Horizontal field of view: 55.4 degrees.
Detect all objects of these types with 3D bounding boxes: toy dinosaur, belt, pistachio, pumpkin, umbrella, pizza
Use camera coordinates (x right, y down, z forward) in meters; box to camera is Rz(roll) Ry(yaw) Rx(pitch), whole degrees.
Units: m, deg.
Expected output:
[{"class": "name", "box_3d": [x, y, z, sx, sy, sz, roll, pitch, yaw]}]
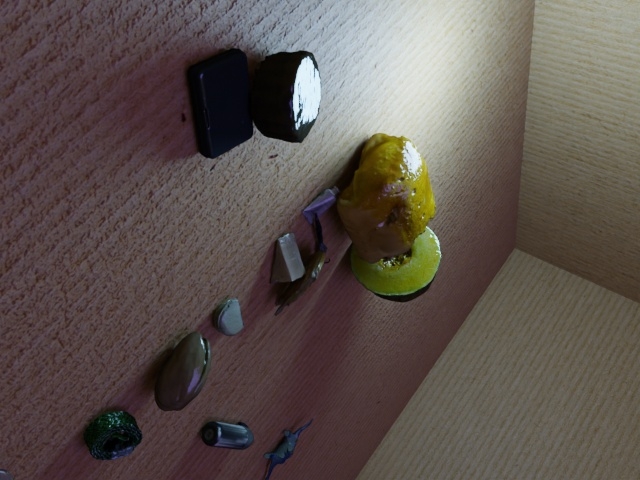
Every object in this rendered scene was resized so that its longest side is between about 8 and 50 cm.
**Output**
[{"class": "toy dinosaur", "box_3d": [-0.146, 0.854, 2.483, 0.329, 0.076, 0.144, -53, 156, -11]}, {"class": "belt", "box_3d": [-0.541, 0.504, 1.592, 0.121, 0.079, 0.151, -54, 139, 6]}, {"class": "pistachio", "box_3d": [-0.374, 0.360, 1.669, 0.226, 0.135, 0.136, -65, 151, -15]}, {"class": "pumpkin", "box_3d": [0.292, 0.087, 2.289, 0.332, 0.332, 0.199, -54, 152, -13]}, {"class": "umbrella", "box_3d": [-0.005, 0.002, 2.043, 0.044, 0.044, 0.269, -17, 140, -1]}, {"class": "pizza", "box_3d": [-0.064, 0.140, 1.976, 0.262, 0.034, 0.181, -53, -167, -5]}]

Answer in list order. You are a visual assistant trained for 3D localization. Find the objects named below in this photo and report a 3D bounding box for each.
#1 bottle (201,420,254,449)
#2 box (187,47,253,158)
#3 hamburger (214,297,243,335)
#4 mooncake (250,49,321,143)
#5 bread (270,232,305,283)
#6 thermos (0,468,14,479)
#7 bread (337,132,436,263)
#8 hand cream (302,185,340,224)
[{"class": "bottle", "box_3d": [-0.310, 0.658, 2.071, 0.253, 0.079, 0.096, 43, 39, -58]}, {"class": "box", "box_3d": [-0.228, -0.319, 1.427, 0.160, 0.050, 0.230, -38, 143, -36]}, {"class": "hamburger", "box_3d": [-0.277, 0.230, 1.798, 0.084, 0.054, 0.121, -29, 134, -37]}, {"class": "mooncake", "box_3d": [-0.084, -0.360, 1.516, 0.228, 0.124, 0.228, 10, 90, -71]}, {"class": "bread", "box_3d": [-0.120, 0.058, 1.928, 0.077, 0.105, 0.152, -24, 101, -47]}, {"class": "thermos", "box_3d": [-0.769, 0.515, 1.196, 0.176, 0.146, 0.265, -38, 142, 8]}, {"class": "bread", "box_3d": [0.233, -0.149, 2.039, 0.361, 0.250, 0.394, -62, 152, -24]}, {"class": "hand cream", "box_3d": [0.004, -0.120, 1.962, 0.142, 0.053, 0.084, -42, 147, -4]}]
